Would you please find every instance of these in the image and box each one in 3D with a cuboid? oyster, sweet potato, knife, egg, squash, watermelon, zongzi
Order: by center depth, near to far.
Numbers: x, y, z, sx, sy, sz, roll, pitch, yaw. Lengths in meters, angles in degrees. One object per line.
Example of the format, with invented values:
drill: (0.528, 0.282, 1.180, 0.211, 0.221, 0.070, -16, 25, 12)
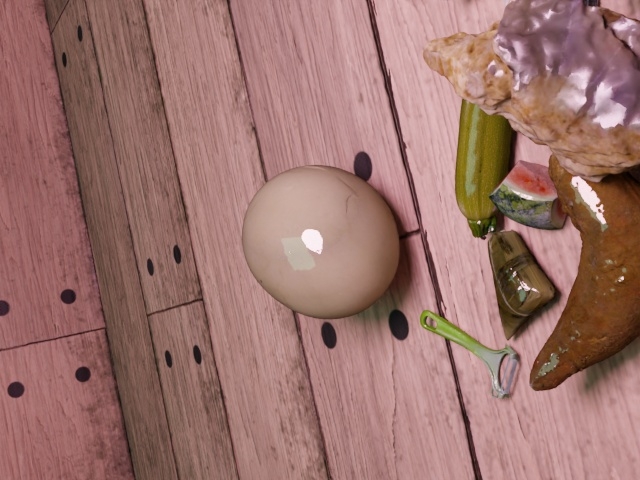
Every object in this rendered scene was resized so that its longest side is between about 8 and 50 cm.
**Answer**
oyster: (0.246, -0.143, 0.660, 0.341, 0.110, 0.166, 29, 105, 20)
sweet potato: (0.288, 0.015, 0.747, 0.124, 0.098, 0.309, 10, 104, 41)
watermelon: (0.246, -0.047, 0.846, 0.084, 0.072, 0.092, 47, 174, 25)
squash: (0.198, -0.128, 0.879, 0.069, 0.069, 0.257, 29, 121, 50)
zongzi: (0.228, 0.054, 0.901, 0.113, 0.052, 0.104, 107, 148, -53)
knife: (0.195, 0.142, 0.985, 0.166, 0.023, 0.078, 34, 118, 46)
egg: (0.000, 0.000, 1.073, 0.269, 0.219, 0.219, 34, 125, 43)

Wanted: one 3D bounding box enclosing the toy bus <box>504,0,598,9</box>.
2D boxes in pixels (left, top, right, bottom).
toy bus: (0.241, -0.220, 0.776, 0.089, 0.087, 0.193, 18, 111, 58)
